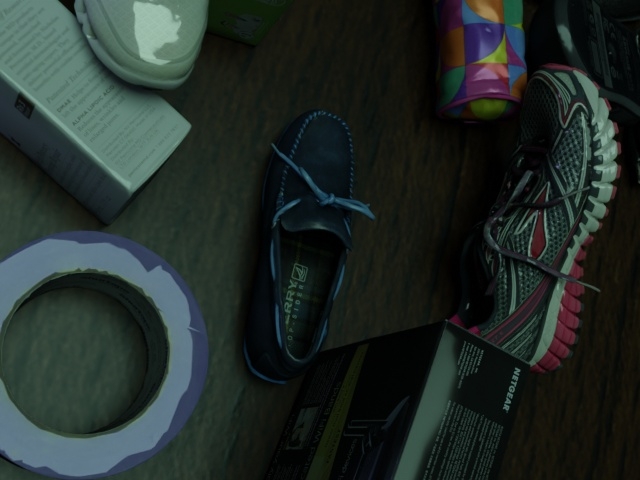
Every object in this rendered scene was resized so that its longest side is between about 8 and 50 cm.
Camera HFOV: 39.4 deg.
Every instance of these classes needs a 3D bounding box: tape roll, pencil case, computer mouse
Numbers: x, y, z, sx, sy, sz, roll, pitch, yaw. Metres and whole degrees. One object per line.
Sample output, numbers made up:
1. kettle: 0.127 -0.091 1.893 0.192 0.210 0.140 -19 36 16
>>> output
1. tape roll: -0.190 0.092 0.708 0.189 0.080 0.189 5 77 -22
2. pencil case: 0.162 -0.237 0.924 0.104 0.104 0.236 5 76 -22
3. computer mouse: 0.293 -0.175 0.962 0.272 0.072 0.188 18 65 -46

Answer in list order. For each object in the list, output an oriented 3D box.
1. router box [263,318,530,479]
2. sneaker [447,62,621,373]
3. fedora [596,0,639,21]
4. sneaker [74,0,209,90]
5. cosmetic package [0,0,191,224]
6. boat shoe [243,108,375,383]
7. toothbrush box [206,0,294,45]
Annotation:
1. router box: 0.018 0.226 0.678 0.081 0.243 0.308 28 69 -15
2. sneaker: 0.198 -0.019 0.847 0.112 0.121 0.299 7 95 -18
3. fedora: 0.342 -0.414 1.013 0.334 0.152 0.334 6 76 -22
4. sneaker: -0.123 -0.260 0.667 0.110 0.118 0.292 3 82 -24
5. cosmetic package: -0.225 -0.127 0.722 0.231 0.117 0.085 41 65 -9
6. boat shoe: 0.000 0.000 0.805 0.109 0.089 0.258 10 74 -21
7. toothbrush box: -0.154 -0.324 0.795 0.283 0.122 0.206 14 74 -19
